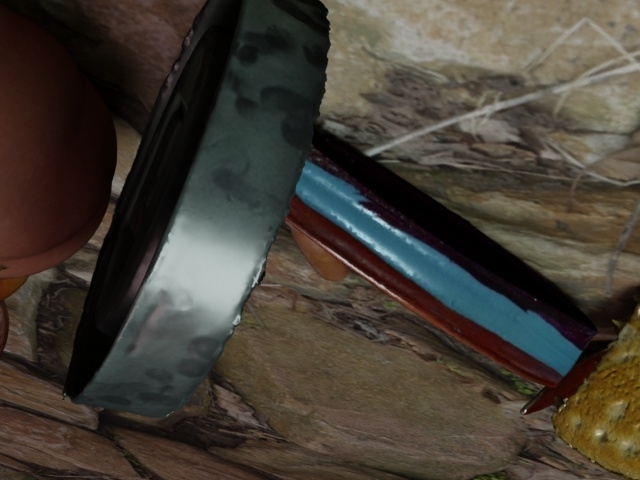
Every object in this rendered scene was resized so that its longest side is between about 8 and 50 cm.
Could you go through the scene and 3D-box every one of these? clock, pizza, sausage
[{"bbox_3d":[-0.088,-0.033,0.575,0.061,0.312,0.312,21,152,-18],"label":"clock"},{"bbox_3d":[0.316,0.130,0.811,0.062,0.198,0.188,1,-169,-45],"label":"pizza"},{"bbox_3d":[-0.001,0.000,0.838,0.040,0.047,0.177,-16,156,9],"label":"sausage"}]

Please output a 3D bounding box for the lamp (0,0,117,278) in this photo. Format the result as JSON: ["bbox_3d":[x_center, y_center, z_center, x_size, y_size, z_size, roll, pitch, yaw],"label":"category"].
[{"bbox_3d":[-0.322,-0.070,0.702,0.305,0.239,0.305,13,152,7],"label":"lamp"}]

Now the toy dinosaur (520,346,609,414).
[{"bbox_3d":[0.383,0.161,0.869,0.327,0.113,0.206,15,148,10],"label":"toy dinosaur"}]

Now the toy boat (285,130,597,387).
[{"bbox_3d":[0.113,0.027,0.785,0.392,0.136,0.079,32,117,-24],"label":"toy boat"}]

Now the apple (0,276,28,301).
[{"bbox_3d":[-0.408,0.002,0.954,0.173,0.160,0.195,45,-171,-10],"label":"apple"}]

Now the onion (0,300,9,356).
[{"bbox_3d":[-0.575,0.129,1.092,0.354,0.353,0.353,13,151,7],"label":"onion"}]
